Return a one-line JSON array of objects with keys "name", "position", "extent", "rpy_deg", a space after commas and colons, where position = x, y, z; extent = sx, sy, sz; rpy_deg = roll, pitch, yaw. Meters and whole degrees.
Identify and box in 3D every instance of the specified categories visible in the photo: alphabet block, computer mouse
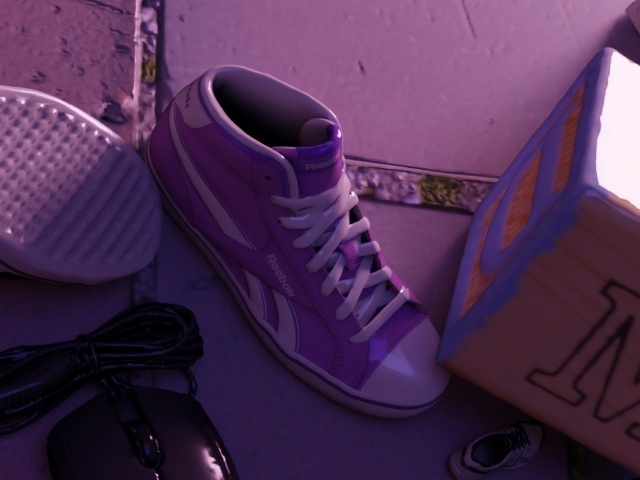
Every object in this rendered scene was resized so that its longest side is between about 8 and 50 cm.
[{"name": "alphabet block", "position": [0.223, 0.020, 1.328], "extent": [0.197, 0.193, 0.192], "rpy_deg": [30, 40, -8]}, {"name": "computer mouse", "position": [-0.115, 0.173, 1.228], "extent": [0.188, 0.072, 0.272], "rpy_deg": [-17, 76, -27]}]

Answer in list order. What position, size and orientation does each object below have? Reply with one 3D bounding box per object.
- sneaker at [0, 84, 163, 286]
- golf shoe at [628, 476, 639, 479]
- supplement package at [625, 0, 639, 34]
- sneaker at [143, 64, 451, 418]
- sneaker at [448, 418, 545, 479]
[{"name": "sneaker", "position": [-0.256, -0.042, 1.239], "extent": [0.321, 0.127, 0.126], "rpy_deg": [18, 67, -42]}, {"name": "golf shoe", "position": [0.242, 0.222, 1.307], "extent": [0.094, 0.198, 0.077], "rpy_deg": [2, 104, -8]}, {"name": "supplement package", "position": [0.382, -0.135, 1.512], "extent": [0.134, 0.139, 0.244], "rpy_deg": [-26, 81, -27]}, {"name": "sneaker", "position": [-0.001, 0.000, 1.294], "extent": [0.282, 0.161, 0.102], "rpy_deg": [44, 59, -2]}, {"name": "sneaker", "position": [0.133, 0.149, 1.357], "extent": [0.083, 0.037, 0.032], "rpy_deg": [-23, 77, -29]}]
